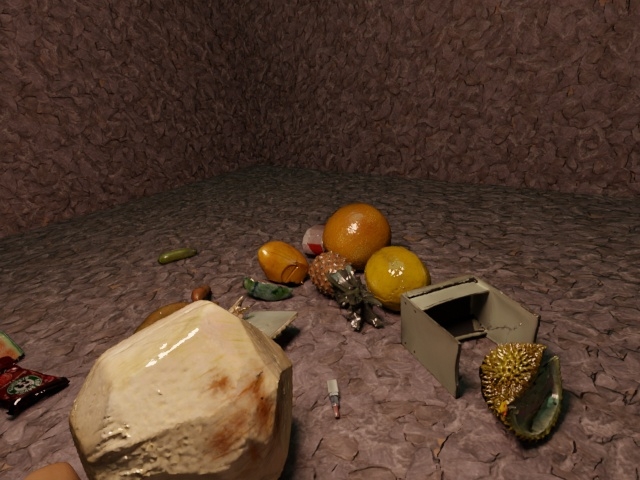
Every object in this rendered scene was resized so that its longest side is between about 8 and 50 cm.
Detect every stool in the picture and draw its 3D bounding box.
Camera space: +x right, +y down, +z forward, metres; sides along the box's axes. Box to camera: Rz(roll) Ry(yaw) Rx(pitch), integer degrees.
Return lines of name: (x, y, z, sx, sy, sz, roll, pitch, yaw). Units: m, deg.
stool: (0.382, 0.238, 1.151, 0.244, 0.170, 0.270, -13, 23, -18)

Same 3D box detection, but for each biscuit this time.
biscuit: (-0.817, 0.387, 1.153, 0.236, 0.063, 0.151, 6, 24, 19)

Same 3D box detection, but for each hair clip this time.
hair clip: (-0.301, 0.257, 1.329, 0.214, 0.056, 0.062, -39, -5, -1)

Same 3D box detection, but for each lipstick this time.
lipstick: (0.034, 0.384, 1.045, 0.025, 0.025, 0.107, -6, 28, -4)

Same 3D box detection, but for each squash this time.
squash: (-0.643, 0.067, 1.955, 0.184, 0.052, 0.052, -14, 23, -30)

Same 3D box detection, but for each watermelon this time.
watermelon: (-1.022, 0.300, 1.304, 0.231, 0.146, 0.128, -11, 22, -10)
watermelon: (-0.188, 0.177, 1.572, 0.187, 0.070, 0.139, 13, 4, 4)

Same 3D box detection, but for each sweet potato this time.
sweet potato: (-0.489, 0.259, 1.407, 0.109, 0.079, 0.346, 24, 28, 28)
sweet potato: (-0.412, 0.183, 1.524, 0.050, 0.050, 0.214, -5, 3, -1)

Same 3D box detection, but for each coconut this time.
coconut: (-0.223, 0.308, 0.808, 0.416, 0.415, 0.345, -21, 48, -36)

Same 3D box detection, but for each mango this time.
mango: (-0.143, 0.085, 1.604, 0.126, 0.153, 0.252, 4, -20, 39)

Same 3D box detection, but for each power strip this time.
power strip: (-0.183, 0.282, 1.292, 0.213, 0.064, 0.198, -6, 18, 37)

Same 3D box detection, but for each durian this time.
durian: (0.415, 0.323, 0.942, 0.238, 0.193, 0.138, -3, -4, -42)

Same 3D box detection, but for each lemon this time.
lemon: (0.252, 0.125, 1.419, 0.204, 0.204, 0.260, -13, 40, -21)

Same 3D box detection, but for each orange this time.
orange: (0.144, -0.012, 1.710, 0.275, 0.274, 0.274, -4, 22, 2)

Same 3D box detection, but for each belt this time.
belt: (0.000, 0.000, 1.882, 0.124, 0.127, 0.201, 5, 20, 24)

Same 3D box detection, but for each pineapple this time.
pineapple: (0.086, 0.154, 1.433, 0.166, 0.165, 0.364, -13, 23, -20)

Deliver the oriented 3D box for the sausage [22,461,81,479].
sausage: (-0.443, 0.491, 0.740, 0.253, 0.123, 0.123, 13, 27, 41)
